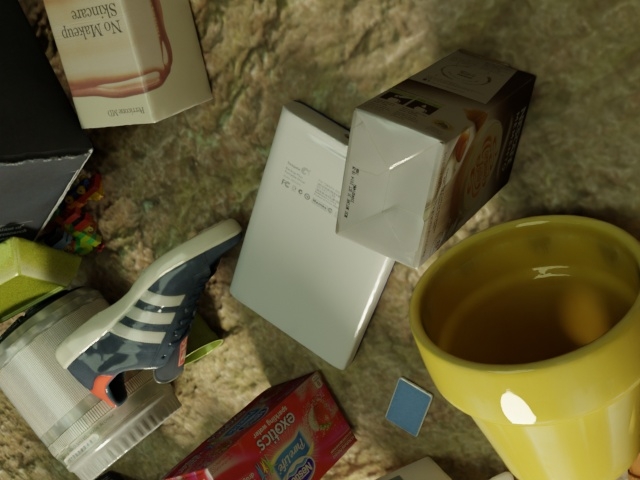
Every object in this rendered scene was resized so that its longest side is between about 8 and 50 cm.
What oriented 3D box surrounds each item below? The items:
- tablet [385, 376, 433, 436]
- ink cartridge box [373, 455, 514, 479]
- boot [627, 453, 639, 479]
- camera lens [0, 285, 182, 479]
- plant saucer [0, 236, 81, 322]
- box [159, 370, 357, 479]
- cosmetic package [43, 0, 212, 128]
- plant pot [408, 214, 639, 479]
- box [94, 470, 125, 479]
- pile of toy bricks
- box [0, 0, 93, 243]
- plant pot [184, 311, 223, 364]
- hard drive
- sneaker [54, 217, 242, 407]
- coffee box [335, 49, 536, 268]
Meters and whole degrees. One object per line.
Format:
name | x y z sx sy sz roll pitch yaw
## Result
tablet | 0.124 0.234 1.245 0.054 0.006 0.083 29 127 20
ink cartridge box | 0.106 0.442 1.216 0.119 0.353 0.207 -148 39 -70
boot | 0.394 0.337 1.037 0.283 0.109 0.220 -21 101 38
camera lens | -0.391 0.231 1.463 0.274 0.219 0.219 51 131 3
plant saucer | -0.478 0.072 1.343 0.188 0.188 0.045 -28 73 9
box | -0.081 0.312 1.263 0.122 0.257 0.128 -26 96 43
cosmetic package | -0.267 -0.308 1.165 0.153 0.129 0.296 -1 112 34
plant pot | 0.249 0.138 0.968 0.254 0.254 0.239 1 127 35
box | -0.336 0.657 1.635 0.312 0.179 0.343 14 121 44
pile of toy bricks | -0.405 -0.010 1.446 0.212 0.118 0.105 -32 132 31
box | -0.635 -0.170 1.318 0.472 0.297 0.480 -44 69 39
plant pot | -0.208 0.144 1.392 0.083 0.083 0.079 -41 75 41
hard drive | 0.000 0.000 1.191 0.210 0.040 0.319 33 127 18
sneaker | -0.221 0.113 1.302 0.350 0.131 0.148 -40 91 17
coffee box | 0.124 -0.094 0.920 0.098 0.246 0.141 24 125 23
